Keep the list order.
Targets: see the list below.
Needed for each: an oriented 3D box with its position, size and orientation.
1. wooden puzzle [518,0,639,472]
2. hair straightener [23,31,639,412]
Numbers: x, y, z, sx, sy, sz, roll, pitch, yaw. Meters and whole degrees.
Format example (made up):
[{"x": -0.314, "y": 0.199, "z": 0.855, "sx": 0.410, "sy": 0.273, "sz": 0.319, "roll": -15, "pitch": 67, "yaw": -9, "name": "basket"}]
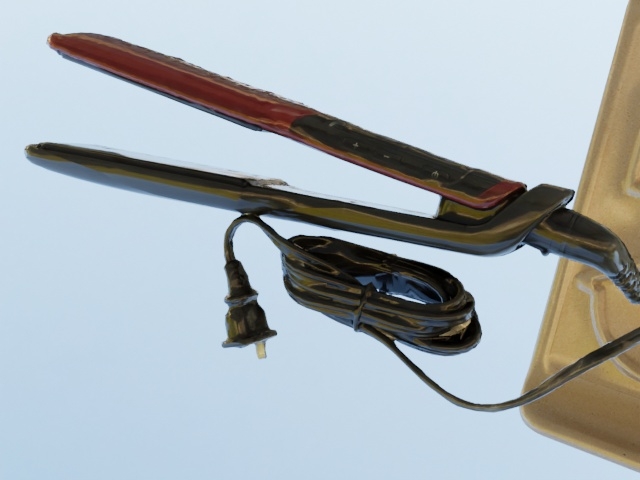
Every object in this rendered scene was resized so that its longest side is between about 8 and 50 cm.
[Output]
[{"x": 0.330, "y": 0.011, "z": 0.839, "sx": 0.322, "sy": 0.347, "sz": 0.080, "roll": 18, "pitch": -173, "yaw": 27, "name": "wooden puzzle"}, {"x": 0.000, "y": 0.000, "z": 0.424, "sx": 0.231, "sy": 0.089, "sz": 0.047, "roll": 19, "pitch": -170, "yaw": 14, "name": "hair straightener"}]
